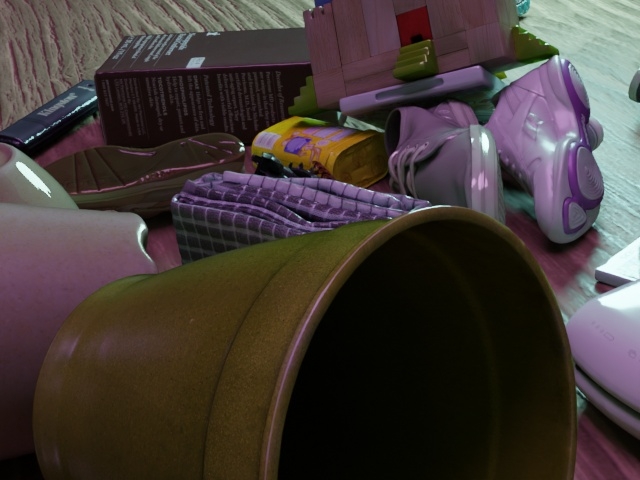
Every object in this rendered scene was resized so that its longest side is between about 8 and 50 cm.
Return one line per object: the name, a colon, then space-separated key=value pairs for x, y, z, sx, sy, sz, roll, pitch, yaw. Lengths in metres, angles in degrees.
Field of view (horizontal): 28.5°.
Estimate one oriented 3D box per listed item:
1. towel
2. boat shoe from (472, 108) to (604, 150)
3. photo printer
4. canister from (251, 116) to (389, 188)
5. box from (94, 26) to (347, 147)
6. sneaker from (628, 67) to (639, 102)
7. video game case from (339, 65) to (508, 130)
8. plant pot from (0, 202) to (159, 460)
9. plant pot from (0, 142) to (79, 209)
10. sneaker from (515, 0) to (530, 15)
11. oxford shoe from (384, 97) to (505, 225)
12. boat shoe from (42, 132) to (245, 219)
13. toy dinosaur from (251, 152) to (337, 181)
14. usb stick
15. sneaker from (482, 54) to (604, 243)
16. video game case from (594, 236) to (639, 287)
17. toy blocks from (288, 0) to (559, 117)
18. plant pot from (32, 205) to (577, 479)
towel: x=-0.020 y=0.056 z=1.290 sx=0.283 sy=0.235 sz=0.121 roll=10 pitch=37 yaw=30
boat shoe: x=0.285 y=-0.141 z=1.792 sx=0.227 sy=0.079 sz=0.081 roll=5 pitch=35 yaw=34
photo printer: x=0.409 y=0.109 z=1.226 sx=0.307 sy=0.107 sz=0.256 roll=-19 pitch=29 yaw=-24
canister: x=-0.001 y=-0.125 z=1.817 sx=0.170 sy=0.073 sz=0.126 roll=17 pitch=35 yaw=41
box: x=-0.150 y=-0.247 z=2.022 sx=0.381 sy=0.143 sz=0.191 roll=-1 pitch=27 yaw=8
sneaker: x=0.574 y=-0.230 z=1.913 sx=0.222 sy=0.083 sz=0.118 roll=-25 pitch=47 yaw=-38
video game case: x=0.160 y=-0.200 z=1.819 sx=0.206 sy=0.026 sz=0.227 roll=-11 pitch=-6 yaw=20
plant pot: x=-0.322 y=0.090 z=1.243 sx=0.305 sy=0.334 sz=0.334 roll=-2 pitch=25 yaw=-18
plant pot: x=-0.420 y=-0.011 z=1.554 sx=0.284 sy=0.191 sz=0.284 roll=-6 pitch=26 yaw=3
sneaker: x=0.318 y=-0.432 z=2.383 sx=0.166 sy=0.065 sz=0.076 roll=-21 pitch=14 yaw=-33
oxford shoe: x=0.154 y=-0.078 z=1.593 sx=0.130 sy=0.169 sz=0.449 roll=-4 pitch=19 yaw=-2
boat shoe: x=-0.250 y=-0.071 z=1.743 sx=0.302 sy=0.098 sz=0.109 roll=-12 pitch=40 yaw=-15
toy dinosaur: x=0.000 y=0.000 z=1.524 sx=0.218 sy=0.164 sz=0.322 roll=19 pitch=7 yaw=-16
usb stick: x=-0.443 y=-0.204 z=2.099 sx=0.077 sy=0.045 sz=0.278 roll=6 pitch=29 yaw=24
sneaker: x=0.286 y=-0.105 z=1.658 sx=0.152 sy=0.114 sz=0.305 roll=-21 pitch=41 yaw=26
video game case: x=0.426 y=0.032 z=1.471 sx=0.157 sy=0.019 sz=0.143 roll=20 pitch=37 yaw=41
toy blocks: x=0.121 y=-0.343 z=1.786 sx=0.381 sy=0.261 sz=0.191 roll=-13 pitch=-7 yaw=27
plant pot: x=-0.040 y=0.153 z=1.024 sx=0.353 sy=0.366 sz=0.366 roll=2 pitch=26 yaw=42
